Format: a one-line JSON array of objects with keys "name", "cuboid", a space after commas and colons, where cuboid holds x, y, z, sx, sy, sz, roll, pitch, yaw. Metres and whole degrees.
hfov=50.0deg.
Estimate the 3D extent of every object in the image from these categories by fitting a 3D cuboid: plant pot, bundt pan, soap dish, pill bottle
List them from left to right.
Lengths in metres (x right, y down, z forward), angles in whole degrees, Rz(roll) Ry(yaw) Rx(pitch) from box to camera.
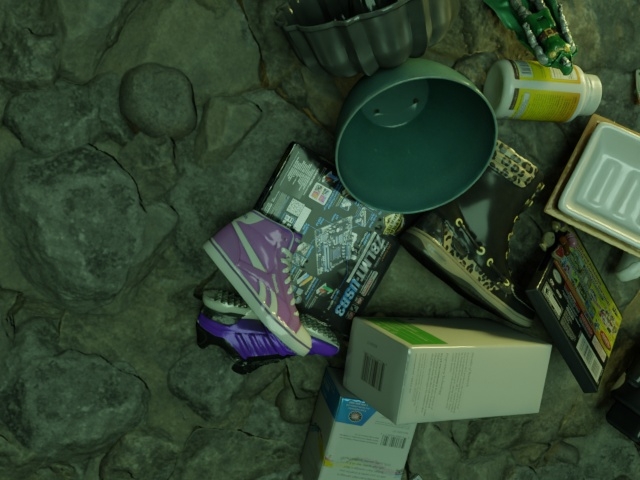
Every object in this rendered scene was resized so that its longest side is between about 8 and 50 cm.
[{"name": "bundt pan", "cuboid": [0.091, -0.389, 1.200, 0.331, 0.331, 0.124, -26, 122, -6]}, {"name": "plant pot", "cuboid": [0.157, -0.221, 1.277, 0.290, 0.195, 0.290, -5, 132, -6]}, {"name": "pill bottle", "cuboid": [0.447, -0.299, 1.380, 0.215, 0.117, 0.117, 2, 101, -12]}, {"name": "soap dish", "cuboid": [0.638, -0.096, 1.417, 0.291, 0.118, 0.229, 27, 91, 5]}]

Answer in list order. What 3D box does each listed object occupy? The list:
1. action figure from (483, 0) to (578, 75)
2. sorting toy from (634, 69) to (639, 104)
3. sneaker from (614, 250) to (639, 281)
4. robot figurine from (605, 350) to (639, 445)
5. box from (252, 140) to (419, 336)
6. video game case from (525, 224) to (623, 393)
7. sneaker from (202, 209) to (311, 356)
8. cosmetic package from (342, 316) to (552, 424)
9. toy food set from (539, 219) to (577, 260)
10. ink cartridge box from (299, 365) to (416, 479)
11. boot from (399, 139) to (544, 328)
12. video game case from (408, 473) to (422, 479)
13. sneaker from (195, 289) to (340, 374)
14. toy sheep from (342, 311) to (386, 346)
[{"name": "action figure", "cuboid": [0.429, -0.417, 1.331, 0.137, 0.063, 0.232, -26, 73, 4]}, {"name": "sorting toy", "cuboid": [0.704, -0.334, 1.467, 0.083, 0.045, 0.075, -14, 95, -7]}, {"name": "sneaker", "cuboid": [0.703, -0.019, 1.512, 0.115, 0.090, 0.232, 36, 84, -8]}, {"name": "robot figurine", "cuboid": [0.773, 0.331, 1.538, 0.173, 0.209, 0.278, 38, 92, 20]}, {"name": "box", "cuboid": [0.000, 0.000, 1.372, 0.293, 0.073, 0.295, 28, 94, -16]}, {"name": "video game case", "cuboid": [0.543, 0.137, 1.451, 0.275, 0.035, 0.248, 56, 47, -15]}, {"name": "sneaker", "cuboid": [-0.072, 0.070, 1.270, 0.161, 0.102, 0.282, -38, 95, -7]}, {"name": "cosmetic package", "cuboid": [0.252, 0.249, 1.359, 0.366, 0.197, 0.155, 3, 100, -32]}, {"name": "toy food set", "cuboid": [0.500, -0.003, 1.420, 0.078, 0.019, 0.122, 44, 48, -5]}, {"name": "ink cartridge box", "cuboid": [0.074, 0.410, 1.416, 0.171, 0.168, 0.232, 14, 98, -13]}, {"name": "boot", "cuboid": [0.367, -0.009, 1.409, 0.377, 0.138, 0.284, 35, 85, -24]}, {"name": "video game case", "cuboid": [0.220, 0.602, 1.565, 0.087, 0.011, 0.122, -36, 105, -3]}, {"name": "sneaker", "cuboid": [-0.112, 0.205, 1.379, 0.293, 0.102, 0.146, 18, 97, -7]}, {"name": "toy sheep", "cuboid": [0.099, 0.209, 1.427, 0.091, 0.091, 0.132, 29, 90, -15]}]
